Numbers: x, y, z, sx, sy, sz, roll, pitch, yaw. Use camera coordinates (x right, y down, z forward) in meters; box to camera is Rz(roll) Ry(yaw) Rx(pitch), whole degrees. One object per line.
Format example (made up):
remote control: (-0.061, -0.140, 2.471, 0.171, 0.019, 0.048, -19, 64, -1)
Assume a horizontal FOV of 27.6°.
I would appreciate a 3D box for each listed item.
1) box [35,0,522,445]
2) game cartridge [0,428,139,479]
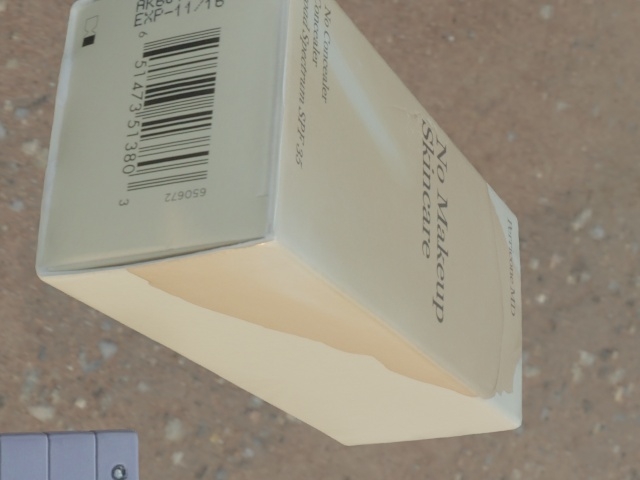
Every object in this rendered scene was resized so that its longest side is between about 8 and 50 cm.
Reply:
box: (0.000, 0.000, 0.678, 0.311, 0.121, 0.148, 37, 49, -56)
game cartridge: (-0.233, 0.313, 0.904, 0.230, 0.068, 0.355, 4, 79, -37)
